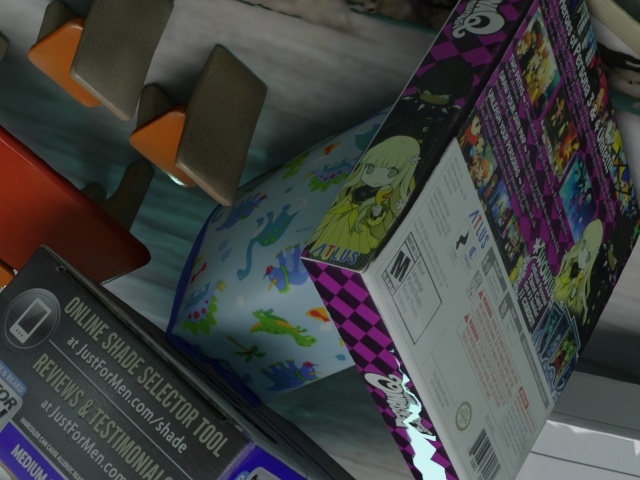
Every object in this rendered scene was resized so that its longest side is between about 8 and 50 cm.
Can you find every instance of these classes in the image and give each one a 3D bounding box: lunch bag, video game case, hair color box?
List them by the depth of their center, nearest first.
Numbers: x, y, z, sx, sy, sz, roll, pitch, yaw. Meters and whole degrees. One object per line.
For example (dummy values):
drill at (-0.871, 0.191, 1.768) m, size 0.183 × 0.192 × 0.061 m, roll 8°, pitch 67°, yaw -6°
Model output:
video game case at (0.088, -0.001, 0.867) m, size 0.042 × 0.210 × 0.232 m, roll 16°, pitch 151°, yaw 31°
lunch bag at (0.000, 0.000, 0.946) m, size 0.129 × 0.151 × 0.096 m, roll -24°, pitch 128°, yaw 35°
hair color box at (-0.058, 0.148, 1.018) m, size 0.185 × 0.110 × 0.339 m, roll 39°, pitch 175°, yaw 33°

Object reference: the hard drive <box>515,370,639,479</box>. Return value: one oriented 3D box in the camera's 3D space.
hard drive at (0.229, 0.236, 1.136) m, size 0.233 × 0.047 × 0.353 m, roll 11°, pitch 136°, yaw 12°

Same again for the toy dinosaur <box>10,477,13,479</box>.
toy dinosaur at (-0.125, 0.280, 1.321) m, size 0.295 × 0.127 × 0.200 m, roll 24°, pitch 159°, yaw 2°

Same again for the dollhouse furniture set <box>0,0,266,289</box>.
dollhouse furniture set at (-0.207, -0.052, 0.949) m, size 0.262 × 0.135 × 0.259 m, roll -25°, pitch 127°, yaw 35°

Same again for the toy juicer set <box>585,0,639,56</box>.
toy juicer set at (0.277, -0.100, 0.825) m, size 0.329 × 0.089 × 0.209 m, roll 11°, pitch 156°, yaw 42°
